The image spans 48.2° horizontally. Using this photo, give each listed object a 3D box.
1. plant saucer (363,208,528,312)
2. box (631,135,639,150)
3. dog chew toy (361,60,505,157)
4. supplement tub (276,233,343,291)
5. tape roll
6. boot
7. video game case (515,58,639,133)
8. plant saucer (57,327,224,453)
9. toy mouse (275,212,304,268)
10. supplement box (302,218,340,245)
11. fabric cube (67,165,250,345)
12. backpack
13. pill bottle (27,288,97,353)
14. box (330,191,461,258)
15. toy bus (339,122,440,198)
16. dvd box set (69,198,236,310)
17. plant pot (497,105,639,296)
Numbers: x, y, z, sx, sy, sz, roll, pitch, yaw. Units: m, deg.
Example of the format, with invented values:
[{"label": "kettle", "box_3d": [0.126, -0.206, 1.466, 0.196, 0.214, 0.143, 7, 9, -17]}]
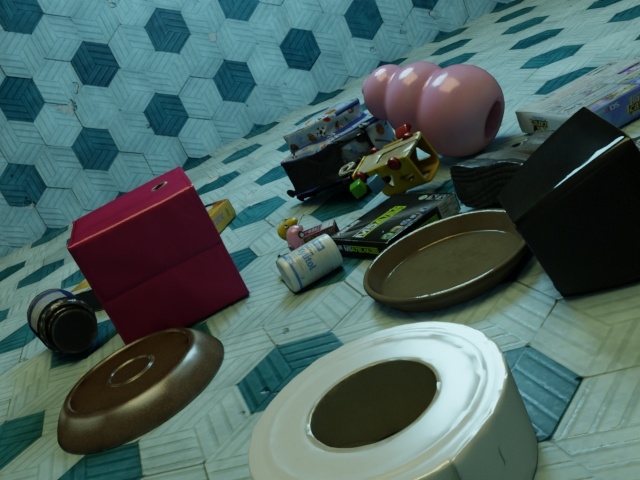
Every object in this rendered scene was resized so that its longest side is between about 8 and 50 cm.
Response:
[{"label": "plant saucer", "box_3d": [0.201, 0.032, 1.127, 0.277, 0.041, 0.278, -23, 19, 8]}, {"label": "box", "box_3d": [0.566, -0.116, 1.035, 0.216, 0.060, 0.270, -22, 18, 11]}, {"label": "dog chew toy", "box_3d": [0.243, -0.314, 1.628, 0.331, 0.207, 0.206, 23, 44, 29]}, {"label": "supplement tub", "box_3d": [-0.020, 0.042, 1.329, 0.107, 0.071, 0.071, -31, 20, -14]}, {"label": "tape roll", "box_3d": [0.072, 0.203, 0.738, 0.286, 0.100, 0.286, -22, 18, 8]}, {"label": "boot", "box_3d": [0.390, -0.128, 1.217, 0.222, 0.118, 0.338, -24, 22, -14]}, {"label": "video game case", "box_3d": [0.586, -0.295, 1.485, 0.269, 0.061, 0.244, -28, 18, -9]}, {"label": "plant saucer", "box_3d": [-0.313, 0.236, 1.214, 0.310, 0.050, 0.310, -22, 20, 8]}, {"label": "toy mouse", "box_3d": [-0.063, 0.016, 1.402, 0.031, 0.143, 0.161, 8, -31, -18]}, {"label": "supplement box", "box_3d": [0.000, 0.000, 1.439, 0.083, 0.055, 0.043, -20, 19, 11]}, {"label": "fabric cube", "box_3d": [-0.332, 0.030, 1.458, 0.258, 0.259, 0.254, -28, 20, -8]}, {"label": "backpack", "box_3d": [0.055, -0.232, 1.785, 0.263, 0.213, 0.276, -25, 13, -35]}, {"label": "pill bottle", "box_3d": [-0.559, 0.178, 1.558, 0.122, 0.123, 0.219, -34, 21, -24]}, {"label": "box", "box_3d": [0.140, -0.031, 1.363, 0.190, 0.045, 0.184, -34, 22, -26]}, {"label": "toy bus", "box_3d": [0.156, -0.146, 1.533, 0.191, 0.104, 0.202, -39, 20, 6]}, {"label": "dvd box set", "box_3d": [-0.435, 0.036, 1.876, 0.307, 0.062, 0.420, -16, 21, 26]}, {"label": "plant pot", "box_3d": [0.343, -0.038, 0.938, 0.167, 0.188, 0.187, -33, 17, 14]}]
